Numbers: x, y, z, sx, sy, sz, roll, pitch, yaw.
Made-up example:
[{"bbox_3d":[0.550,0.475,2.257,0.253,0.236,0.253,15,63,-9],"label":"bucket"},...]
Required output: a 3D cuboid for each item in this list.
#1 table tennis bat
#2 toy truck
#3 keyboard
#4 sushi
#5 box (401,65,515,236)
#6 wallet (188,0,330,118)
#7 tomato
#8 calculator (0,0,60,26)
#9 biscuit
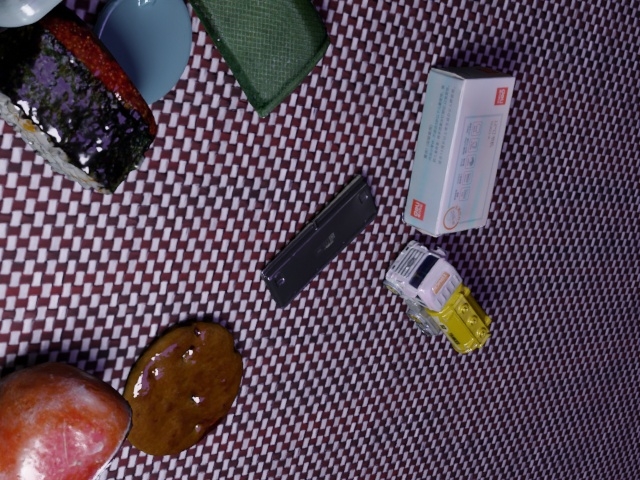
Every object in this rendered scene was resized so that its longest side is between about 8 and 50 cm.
[{"bbox_3d":[-0.214,-0.275,1.411,0.149,0.038,0.237,-19,126,-40],"label":"table tennis bat"},{"bbox_3d":[0.205,0.098,1.967,0.098,0.114,0.227,-53,137,-12],"label":"toy truck"},{"bbox_3d":[0.000,0.000,1.775,0.230,0.025,0.093,-44,137,-21],"label":"keyboard"},{"bbox_3d":[-0.287,-0.154,1.318,0.126,0.136,0.225,-50,137,-18],"label":"sushi"},{"bbox_3d":[0.222,-0.144,1.890,0.135,0.079,0.269,-10,116,-42],"label":"box"},{"bbox_3d":[-0.082,-0.295,1.518,0.160,0.055,0.236,-53,135,-23],"label":"wallet"},{"bbox_3d":[-0.354,0.240,1.445,0.155,0.181,0.214,47,65,-28],"label":"tomato"},{"bbox_3d":[-0.274,-0.307,1.254,0.246,0.141,0.045,-47,122,-20],"label":"calculator"},{"bbox_3d":[-0.195,0.214,1.671,0.212,0.036,0.212,-22,124,-37],"label":"biscuit"}]
